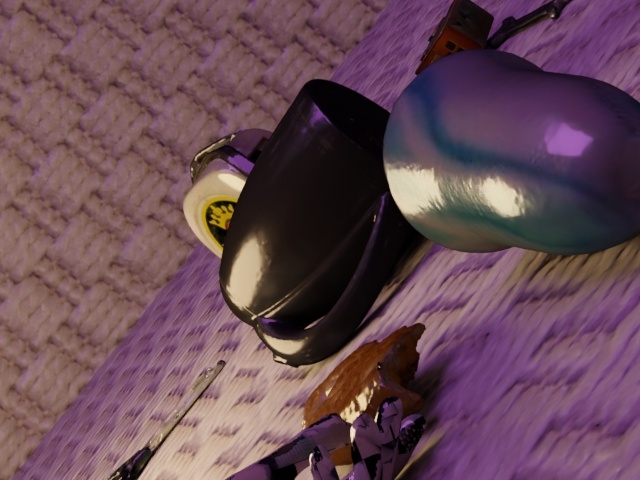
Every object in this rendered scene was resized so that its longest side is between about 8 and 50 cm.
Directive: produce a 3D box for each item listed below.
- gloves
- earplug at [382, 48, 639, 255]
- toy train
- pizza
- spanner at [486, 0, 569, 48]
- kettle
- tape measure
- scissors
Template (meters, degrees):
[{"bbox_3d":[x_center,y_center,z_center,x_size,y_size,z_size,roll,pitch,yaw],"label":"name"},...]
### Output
[{"bbox_3d":[-0.003,0.209,1.332,0.212,0.111,0.127,-23,0,-8],"label":"gloves"},{"bbox_3d":[0.180,-0.063,1.337,0.185,0.185,0.324,-51,14,-4],"label":"earplug"},{"bbox_3d":[0.193,-0.276,2.361,0.099,0.072,0.188,-54,6,28],"label":"toy train"},{"bbox_3d":[0.039,0.143,1.494,0.134,0.056,0.271,-55,5,-28],"label":"pizza"},{"bbox_3d":[0.282,-0.300,2.229,0.054,0.015,0.254,-53,9,-13],"label":"spanner"},{"bbox_3d":[0.000,0.000,1.909,0.290,0.207,0.268,-53,36,17],"label":"kettle"},{"bbox_3d":[-0.057,-0.059,2.212,0.133,0.231,0.271,-53,9,-30],"label":"tape measure"},{"bbox_3d":[-0.235,0.284,2.349,0.300,0.022,0.109,-51,13,-5],"label":"scissors"}]
